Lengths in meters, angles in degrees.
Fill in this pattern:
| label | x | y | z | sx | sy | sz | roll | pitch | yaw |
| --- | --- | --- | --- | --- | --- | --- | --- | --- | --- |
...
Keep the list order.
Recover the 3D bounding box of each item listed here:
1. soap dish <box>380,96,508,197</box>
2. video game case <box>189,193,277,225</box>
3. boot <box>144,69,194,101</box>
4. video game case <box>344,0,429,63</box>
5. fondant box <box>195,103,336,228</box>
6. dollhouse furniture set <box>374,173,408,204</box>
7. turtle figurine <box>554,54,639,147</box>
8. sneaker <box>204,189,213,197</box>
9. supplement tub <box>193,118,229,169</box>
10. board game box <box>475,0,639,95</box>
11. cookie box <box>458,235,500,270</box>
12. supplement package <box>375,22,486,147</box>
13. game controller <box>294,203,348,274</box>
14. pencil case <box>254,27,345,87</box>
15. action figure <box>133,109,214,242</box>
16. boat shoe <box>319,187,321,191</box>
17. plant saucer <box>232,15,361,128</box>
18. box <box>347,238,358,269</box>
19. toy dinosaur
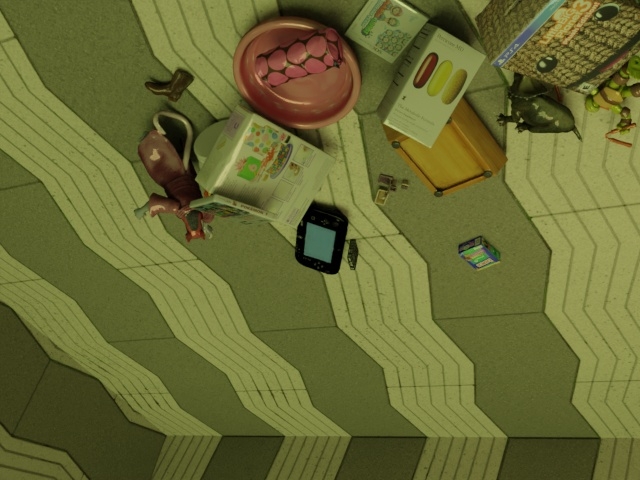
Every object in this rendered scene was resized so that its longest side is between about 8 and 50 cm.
| label | x | y | z | sx | sy | sz | roll | pitch | yaw |
| --- | --- | --- | --- | --- | --- | --- | --- | --- | --- |
| soap dish | 0.331 | -0.253 | 1.812 | 0.229 | 0.118 | 0.291 | -21 | 129 | 36 |
| video game case | -0.239 | -0.081 | 1.840 | 0.184 | 0.023 | 0.201 | 18 | 170 | -27 |
| boot | -0.418 | -0.441 | 1.873 | 0.106 | 0.037 | 0.114 | 19 | 147 | -28 |
| video game case | 0.157 | -0.515 | 1.622 | 0.143 | 0.019 | 0.157 | 27 | 140 | -16 |
| fondant box | -0.144 | -0.196 | 1.864 | 0.330 | 0.096 | 0.238 | 22 | 102 | -45 |
| dollhouse furniture set | 0.206 | -0.125 | 2.036 | 0.091 | 0.081 | 0.114 | 14 | 142 | 0 |
| turtle figurine | 0.705 | -0.343 | 1.601 | 0.269 | 0.087 | 0.217 | 42 | 160 | -8 |
| sneaker | -0.349 | -0.149 | 2.189 | 0.064 | 0.067 | 0.175 | 15 | 143 | -4 |
| supplement tub | -0.241 | -0.200 | 1.993 | 0.191 | 0.191 | 0.272 | -3 | 139 | 20 |
| board game box | 0.520 | -0.459 | 1.411 | 0.291 | 0.141 | 0.232 | 8 | 147 | -27 |
| cookie box | 0.513 | 0.043 | 2.183 | 0.107 | 0.040 | 0.092 | 37 | 135 | -28 |
| supplement package | 0.254 | -0.368 | 1.598 | 0.139 | 0.134 | 0.244 | 25 | 109 | -14 |
| game controller | 0.000 | 0.000 | 2.266 | 0.167 | 0.067 | 0.319 | 11 | 141 | 3 |
| pencil case | -0.048 | -0.427 | 1.608 | 0.209 | 0.095 | 0.098 | -9 | 153 | 29 |
| action figure | -0.392 | -0.154 | 1.987 | 0.248 | 0.370 | 0.275 | 2 | 140 | -43 |
| boat shoe | -0.046 | -0.175 | 2.092 | 0.100 | 0.035 | 0.035 | 17 | 145 | 7 |
| plant saucer | -0.056 | -0.436 | 1.733 | 0.332 | 0.084 | 0.332 | 8 | 141 | 6 |
| box | 0.110 | 0.048 | 2.276 | 0.018 | 0.083 | 0.067 | -1 | 140 | 16 |
| toy dinosaur | 0.537 | -0.307 | 1.646 | 0.313 | 0.121 | 0.160 | 39 | 172 | -19 |
